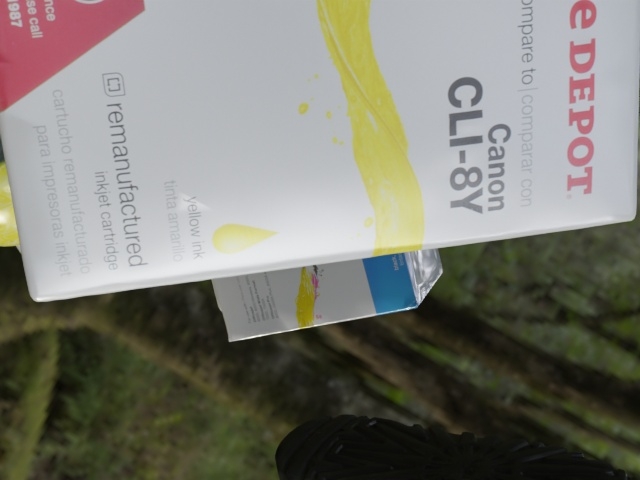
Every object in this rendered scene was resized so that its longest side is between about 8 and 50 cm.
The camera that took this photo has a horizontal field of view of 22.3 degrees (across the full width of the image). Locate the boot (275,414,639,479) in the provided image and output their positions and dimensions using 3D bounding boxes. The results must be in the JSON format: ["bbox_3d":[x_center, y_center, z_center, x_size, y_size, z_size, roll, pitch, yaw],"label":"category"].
[{"bbox_3d":[0.123,0.288,1.267,0.131,0.348,0.260,-33,124,-45],"label":"boot"}]

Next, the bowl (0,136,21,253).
[{"bbox_3d":[-0.307,-0.075,1.760,0.290,0.156,0.289,-20,-153,10],"label":"bowl"}]

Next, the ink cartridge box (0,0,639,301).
[{"bbox_3d":[-0.006,-0.139,0.990,0.160,0.385,0.279,-109,-167,-60],"label":"ink cartridge box"}]

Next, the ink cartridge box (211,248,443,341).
[{"bbox_3d":[0.000,0.000,1.886,0.171,0.233,0.168,-45,122,-71],"label":"ink cartridge box"}]
